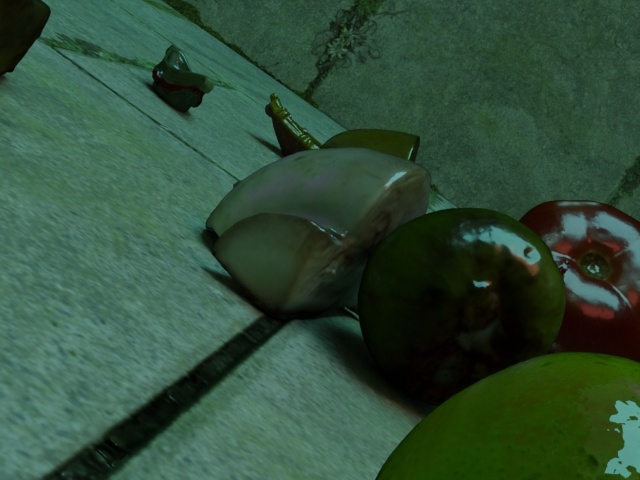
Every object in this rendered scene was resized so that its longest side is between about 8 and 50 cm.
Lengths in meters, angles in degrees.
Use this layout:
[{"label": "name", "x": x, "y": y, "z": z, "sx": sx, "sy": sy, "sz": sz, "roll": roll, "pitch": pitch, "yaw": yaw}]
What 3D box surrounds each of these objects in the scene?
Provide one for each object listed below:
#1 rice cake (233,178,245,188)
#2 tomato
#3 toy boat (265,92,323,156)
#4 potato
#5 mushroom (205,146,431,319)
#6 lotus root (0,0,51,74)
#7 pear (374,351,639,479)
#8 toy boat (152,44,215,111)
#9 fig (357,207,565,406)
[{"label": "rice cake", "x": 0.001, "y": -0.001, "z": 1.185, "sx": 0.270, "sy": 0.049, "sz": 0.055, "roll": 40, "pitch": -11, "yaw": 24}, {"label": "tomato", "x": 0.409, "y": 0.084, "z": 1.594, "sx": 0.298, "sy": 0.298, "sz": 0.226, "roll": 38, "pitch": -30, "yaw": 21}, {"label": "toy boat", "x": 0.022, "y": -0.153, "z": 1.846, "sx": 0.318, "sy": 0.099, "sz": 0.141, "roll": 28, "pitch": 8, "yaw": -19}, {"label": "potato", "x": 0.069, "y": -0.110, "z": 1.654, "sx": 0.158, "sy": 0.178, "sz": 0.203, "roll": 21, "pitch": 33, "yaw": 10}, {"label": "mushroom", "x": -0.009, "y": -0.036, "z": 0.963, "sx": 0.162, "sy": 0.173, "sz": 0.236, "roll": 36, "pitch": 10, "yaw": 19}, {"label": "lotus root", "x": -0.445, "y": -0.291, "z": 0.954, "sx": 0.390, "sy": 0.111, "sz": 0.375, "roll": 29, "pitch": 6, "yaw": -20}, {"label": "pear", "x": 0.110, "y": 0.146, "z": 0.482, "sx": 0.187, "sy": 0.188, "sz": 0.219, "roll": 40, "pitch": 25, "yaw": 30}, {"label": "toy boat", "x": -0.217, "y": -0.249, "z": 1.577, "sx": 0.089, "sy": 0.071, "sz": 0.185, "roll": 29, "pitch": 11, "yaw": -36}, {"label": "fig", "x": 0.121, "y": 0.060, "z": 0.922, "sx": 0.181, "sy": 0.181, "sz": 0.191, "roll": 33, "pitch": -12, "yaw": -12}]
